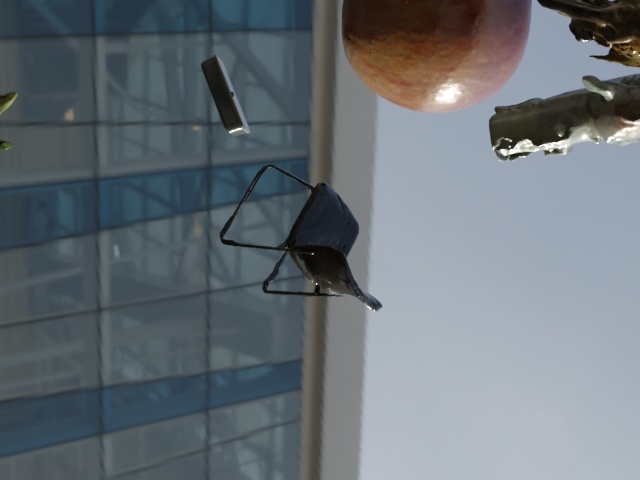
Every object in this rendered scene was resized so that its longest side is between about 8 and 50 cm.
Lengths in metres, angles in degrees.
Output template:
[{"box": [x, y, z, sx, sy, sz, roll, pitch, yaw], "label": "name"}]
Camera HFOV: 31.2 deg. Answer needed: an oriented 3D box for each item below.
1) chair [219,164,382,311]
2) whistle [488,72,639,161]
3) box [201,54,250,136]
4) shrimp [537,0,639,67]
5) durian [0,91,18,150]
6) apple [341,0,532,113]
[{"box": [0.000, 0.000, 1.589, 0.221, 0.145, 0.140, 12, -28, 40], "label": "chair"}, {"box": [0.335, -0.130, 1.122, 0.346, 0.142, 0.133, -9, -94, 29], "label": "whistle"}, {"box": [-0.149, -0.224, 1.791, 0.091, 0.031, 0.126, -23, 91, -87], "label": "box"}, {"box": [0.282, -0.207, 0.844, 0.253, 0.058, 0.173, 16, -69, 34], "label": "shrimp"}, {"box": [-0.273, -0.063, 0.365, 0.157, 0.356, 0.169, -106, -159, -83], "label": "durian"}, {"box": [0.162, -0.357, 1.681, 0.345, 0.270, 0.344, 176, -90, -89], "label": "apple"}]
